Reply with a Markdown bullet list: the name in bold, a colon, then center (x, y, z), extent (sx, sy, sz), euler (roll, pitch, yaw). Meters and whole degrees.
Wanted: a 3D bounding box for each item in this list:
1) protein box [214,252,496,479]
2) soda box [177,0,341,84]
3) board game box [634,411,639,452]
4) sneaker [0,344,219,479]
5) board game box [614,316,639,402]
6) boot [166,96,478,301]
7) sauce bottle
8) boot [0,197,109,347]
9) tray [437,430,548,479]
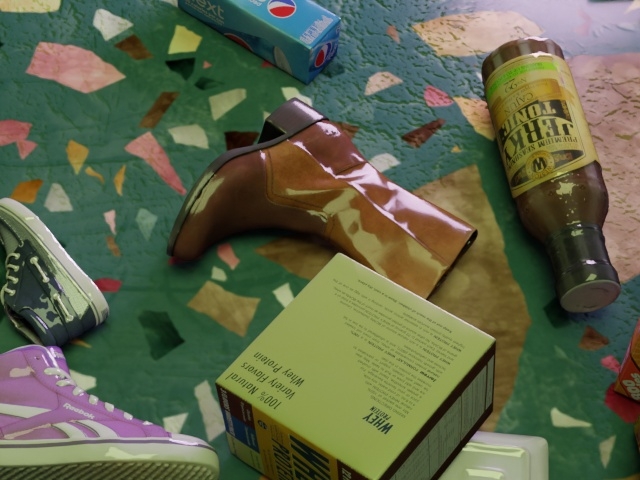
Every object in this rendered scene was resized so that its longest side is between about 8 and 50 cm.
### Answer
- **protein box**: center (0.039, 0.159, 1.445), extent (0.200, 0.136, 0.201), euler (29, 58, 26)
- **soda box**: center (-0.079, -0.285, 1.787), extent (0.210, 0.071, 0.067), euler (33, 61, 16)
- **board game box**: center (0.379, 0.221, 1.408), extent (0.124, 0.259, 0.039), euler (17, 97, 6)
- **sneaker**: center (-0.239, 0.175, 1.452), extent (0.282, 0.102, 0.161), euler (5, 53, -2)
- **board game box**: center (0.562, 0.003, 1.477), extent (0.356, 0.356, 0.356), euler (22, 57, 10)
- **boot**: center (0.000, 0.000, 1.616), extent (0.280, 0.096, 0.264), euler (39, 54, 11)
- **sauce bottle**: center (0.272, -0.080, 1.656), extent (0.111, 0.111, 0.344), euler (-6, 56, -9)
- **boot**: center (-0.320, 0.036, 1.553), extent (0.086, 0.069, 0.190), euler (-35, 66, -30)
- **tray**: center (0.161, 0.308, 1.437), extent (0.145, 0.030, 0.270), euler (6, 56, -2)
